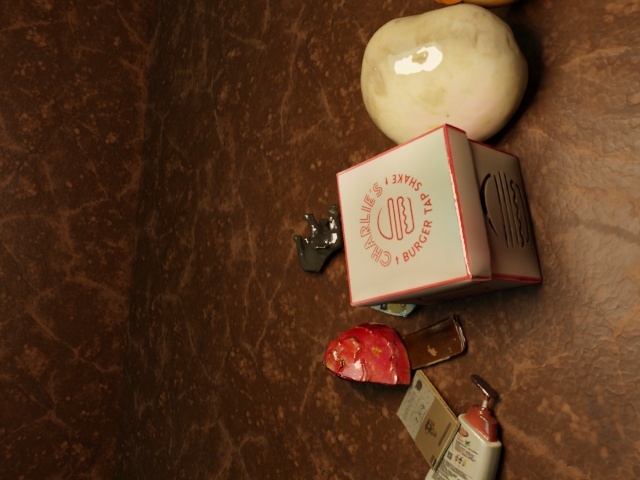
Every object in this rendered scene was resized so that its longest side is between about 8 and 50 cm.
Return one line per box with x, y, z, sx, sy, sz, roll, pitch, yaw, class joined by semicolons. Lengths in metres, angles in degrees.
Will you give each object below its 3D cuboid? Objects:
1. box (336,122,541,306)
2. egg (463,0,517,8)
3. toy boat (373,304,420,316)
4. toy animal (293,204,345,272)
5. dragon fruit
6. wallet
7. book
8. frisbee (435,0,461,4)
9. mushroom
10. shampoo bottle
0.255;-0.029;1.275;0.312;0.300;0.314;-20;70;45;box
0.379;-0.664;1.225;0.283;0.283;0.351;0;73;48;egg
0.187;0.157;1.506;0.173;0.059;0.069;6;90;48;toy boat
0.005;-0.001;1.703;0.245;0.115;0.146;112;147;-48;toy animal
0.108;0.292;1.519;0.262;0.163;0.189;-2;54;56;dragon fruit
0.275;0.252;1.423;0.176;0.026;0.095;-35;59;42;wallet
0.252;0.421;1.388;0.138;0.016;0.198;-69;25;18;book
0.347;-0.680;1.448;0.192;0.035;0.192;-6;82;47;frisbee
0.260;-0.379;1.294;0.353;0.325;0.353;-2;88;55;mushroom
0.336;0.451;1.303;0.153;0.071;0.284;26;102;53;shampoo bottle
